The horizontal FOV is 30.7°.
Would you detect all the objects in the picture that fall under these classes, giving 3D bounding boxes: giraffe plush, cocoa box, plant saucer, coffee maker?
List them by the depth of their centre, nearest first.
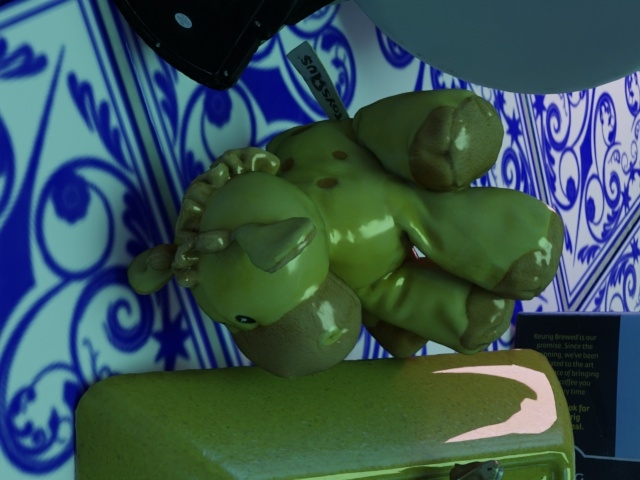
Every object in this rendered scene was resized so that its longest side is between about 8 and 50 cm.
[{"bbox_3d":[0.000,0.000,0.637,0.210,0.181,0.170,46,46,9],"label":"giraffe plush"},{"bbox_3d":[-0.005,-0.181,0.644,0.120,0.171,0.178,61,39,-12],"label":"coffee maker"},{"bbox_3d":[0.033,0.236,0.661,0.333,0.081,0.332,0,90,-32],"label":"plant saucer"},{"bbox_3d":[0.370,0.181,1.040,0.231,0.347,0.227,14,77,-55],"label":"cocoa box"}]

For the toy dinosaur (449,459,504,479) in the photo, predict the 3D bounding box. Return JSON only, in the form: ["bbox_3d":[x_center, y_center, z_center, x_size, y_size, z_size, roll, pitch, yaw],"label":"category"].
[{"bbox_3d":[0.091,0.224,0.627,0.064,0.112,0.211,132,-37,-80],"label":"toy dinosaur"}]

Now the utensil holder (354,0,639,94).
[{"bbox_3d":[0.205,-0.318,0.830,0.385,0.328,0.327,-48,127,-43],"label":"utensil holder"}]
